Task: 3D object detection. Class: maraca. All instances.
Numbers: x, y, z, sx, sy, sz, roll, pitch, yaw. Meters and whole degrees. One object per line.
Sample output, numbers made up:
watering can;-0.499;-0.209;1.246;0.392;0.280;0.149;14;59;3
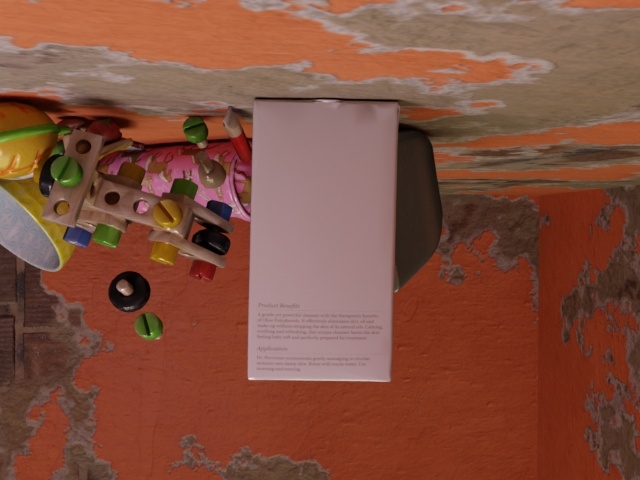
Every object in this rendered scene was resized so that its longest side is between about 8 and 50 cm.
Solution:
maraca;-0.407;-0.135;1.064;0.127;0.099;0.185;-12;-172;4

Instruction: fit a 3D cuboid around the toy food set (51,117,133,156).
toy food set;-0.361;-0.157;1.229;0.128;0.071;0.218;-25;-171;-14

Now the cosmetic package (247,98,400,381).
cosmetic package;0.000;0.000;1.084;0.197;0.365;0.155;3;179;-4

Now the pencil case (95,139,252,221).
pencil case;-0.271;-0.113;1.563;0.386;0.167;0.160;1;-142;30

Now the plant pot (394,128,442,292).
plant pot;0.080;-0.071;1.365;0.248;0.247;0.252;1;-163;39

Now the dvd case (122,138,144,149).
dvd case;-0.395;-0.181;1.493;0.087;0.013;0.119;0;-179;9

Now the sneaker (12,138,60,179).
sneaker;-0.518;-0.144;1.264;0.229;0.087;0.092;-3;180;-34

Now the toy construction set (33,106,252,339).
toy construction set;-0.231;-0.073;1.075;0.257;0.309;0.237;40;169;17

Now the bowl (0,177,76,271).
bowl;-0.551;-0.095;1.506;0.290;0.289;0.156;1;-136;48
